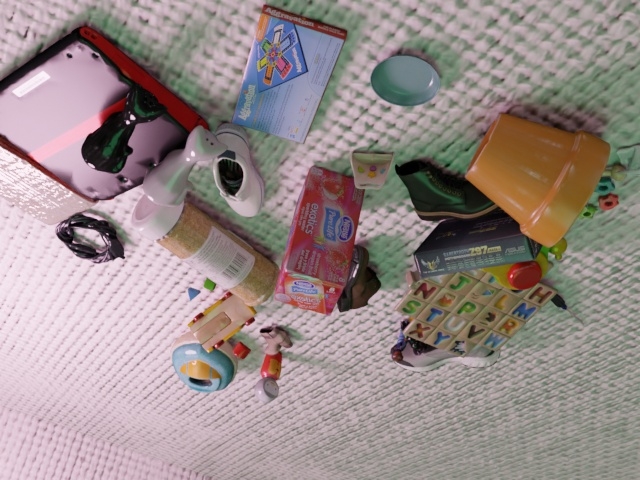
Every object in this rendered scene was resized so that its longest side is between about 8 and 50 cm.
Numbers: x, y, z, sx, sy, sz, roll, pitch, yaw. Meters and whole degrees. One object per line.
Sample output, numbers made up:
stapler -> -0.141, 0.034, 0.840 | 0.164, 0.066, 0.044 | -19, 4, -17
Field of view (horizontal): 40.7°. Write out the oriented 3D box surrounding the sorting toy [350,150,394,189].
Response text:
sorting toy -> 0.096, -0.129, 1.641 | 0.083, 0.075, 0.045 | 4, 145, 11

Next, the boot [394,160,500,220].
boot -> 0.249, -0.105, 1.640 | 0.198, 0.077, 0.137 | -12, 135, 28

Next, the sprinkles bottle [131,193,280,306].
sprinkles bottle -> -0.248, 0.015, 1.908 | 0.121, 0.121, 0.355 | -20, 135, 37

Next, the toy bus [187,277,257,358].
toy bus -> -0.232, 0.186, 2.167 | 0.202, 0.191, 0.104 | 9, -171, 4

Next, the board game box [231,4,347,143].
board game box -> -0.062, -0.281, 1.506 | 0.145, 0.027, 0.281 | 15, 146, -8

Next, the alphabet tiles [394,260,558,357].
alphabet tiles -> 0.345, 0.133, 1.923 | 0.285, 0.011, 0.342 | 23, 127, -17

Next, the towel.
towel -> -0.644, -0.134, 1.871 | 0.187, 0.049, 0.282 | -18, 137, 38

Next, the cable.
cable -> -0.550, -0.008, 2.038 | 0.150, 0.047, 0.184 | 4, 148, 19

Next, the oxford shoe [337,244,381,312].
oxford shoe -> 0.092, 0.079, 1.961 | 0.096, 0.083, 0.227 | -6, 148, -10

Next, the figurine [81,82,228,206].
figurine -> -0.299, -0.175, 1.585 | 0.215, 0.092, 0.209 | 31, 137, -23

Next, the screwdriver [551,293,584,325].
screwdriver -> 0.571, 0.161, 1.979 | 0.170, 0.024, 0.025 | 35, 168, -34

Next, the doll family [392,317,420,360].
doll family -> 0.222, 0.221, 2.084 | 0.076, 0.111, 0.193 | 10, 146, 1

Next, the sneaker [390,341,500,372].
sneaker -> 0.303, 0.257, 2.143 | 0.271, 0.100, 0.108 | -9, 131, 19

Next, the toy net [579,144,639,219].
toy net -> 0.535, -0.096, 1.591 | 0.122, 0.045, 0.232 | 27, 143, -22

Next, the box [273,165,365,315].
box -> 0.000, 0.000, 1.693 | 0.122, 0.257, 0.128 | 16, 146, -5

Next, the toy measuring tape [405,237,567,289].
toy measuring tape -> 0.346, 0.063, 1.771 | 0.330, 0.121, 0.121 | -18, 140, 7

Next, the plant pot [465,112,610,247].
plant pot -> 0.362, -0.121, 1.491 | 0.188, 0.205, 0.205 | 29, 145, 3

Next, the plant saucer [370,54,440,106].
plant saucer -> 0.144, -0.275, 1.461 | 0.119, 0.021, 0.119 | 7, 147, 5

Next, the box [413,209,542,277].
box -> 0.317, -0.002, 1.672 | 0.232, 0.183, 0.059 | -12, 107, 30

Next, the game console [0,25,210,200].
game console -> -0.441, -0.229, 1.676 | 0.386, 0.060, 0.342 | -20, 132, 37

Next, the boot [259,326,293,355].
boot -> -0.133, 0.266, 2.322 | 0.118, 0.042, 0.087 | -22, 128, 38

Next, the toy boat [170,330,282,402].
toy boat -> -0.264, 0.358, 2.391 | 0.318, 0.148, 0.267 | 7, 146, 6

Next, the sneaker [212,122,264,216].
sneaker -> -0.173, -0.117, 1.719 | 0.094, 0.091, 0.258 | 3, 145, 12
